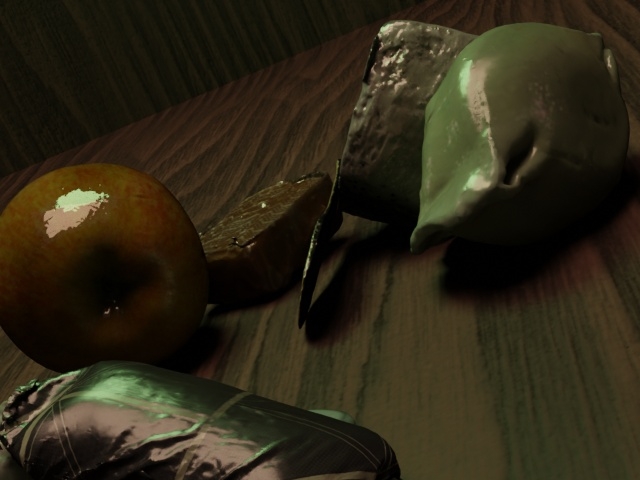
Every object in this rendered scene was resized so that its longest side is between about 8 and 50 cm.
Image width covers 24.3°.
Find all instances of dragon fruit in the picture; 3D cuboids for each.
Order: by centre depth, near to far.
[{"bbox_3d":[0.142,-0.123,1.808,0.204,0.221,0.283,17,-12,6],"label":"dragon fruit"}]

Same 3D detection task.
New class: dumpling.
[{"bbox_3d":[0.219,-0.092,1.605,0.320,0.270,0.212,-5,24,-37],"label":"dumpling"}]

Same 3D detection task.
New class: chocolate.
[{"bbox_3d":[-0.067,-0.001,1.899,0.148,0.093,0.214,-10,21,40],"label":"chocolate"}]

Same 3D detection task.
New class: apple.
[{"bbox_3d":[-0.254,0.040,1.731,0.264,0.264,0.264,-22,14,6],"label":"apple"}]

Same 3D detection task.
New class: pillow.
[{"bbox_3d":[-0.101,0.171,1.191,0.335,0.093,0.161,15,24,24],"label":"pillow"}]

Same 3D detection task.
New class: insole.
[{"bbox_3d":[0.000,0.000,1.734,0.009,0.119,0.348,10,28,3],"label":"insole"}]

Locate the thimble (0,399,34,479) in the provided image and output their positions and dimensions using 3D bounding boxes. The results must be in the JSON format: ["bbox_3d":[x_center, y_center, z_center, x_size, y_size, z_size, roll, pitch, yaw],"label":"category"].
[{"bbox_3d":[-0.305,0.240,1.308,0.211,0.149,0.185,-7,24,47],"label":"thimble"}]

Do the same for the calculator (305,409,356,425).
[{"bbox_3d":[-0.021,0.180,1.321,0.095,0.021,0.153,-33,14,-31],"label":"calculator"}]
